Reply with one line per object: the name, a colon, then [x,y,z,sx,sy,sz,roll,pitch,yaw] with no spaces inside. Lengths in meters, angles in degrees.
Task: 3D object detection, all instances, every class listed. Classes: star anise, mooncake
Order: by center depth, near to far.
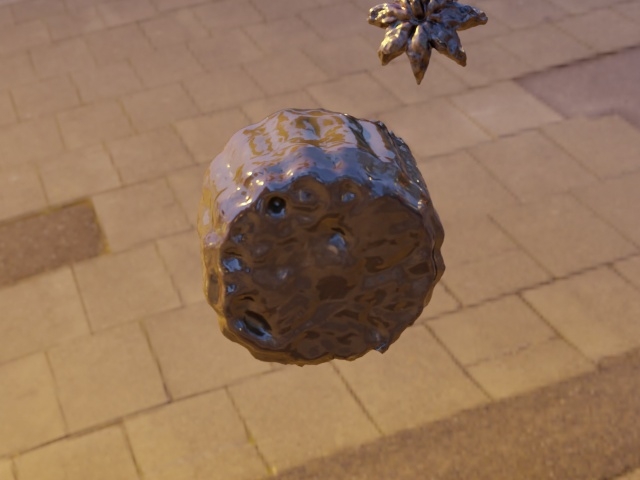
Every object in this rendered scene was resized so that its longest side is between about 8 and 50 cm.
mooncake: [-0.002,0.000,1.497,0.324,0.324,0.187,-12,27,-1]
star anise: [0.191,-0.432,2.250,0.223,0.236,0.109,-22,-12,18]
